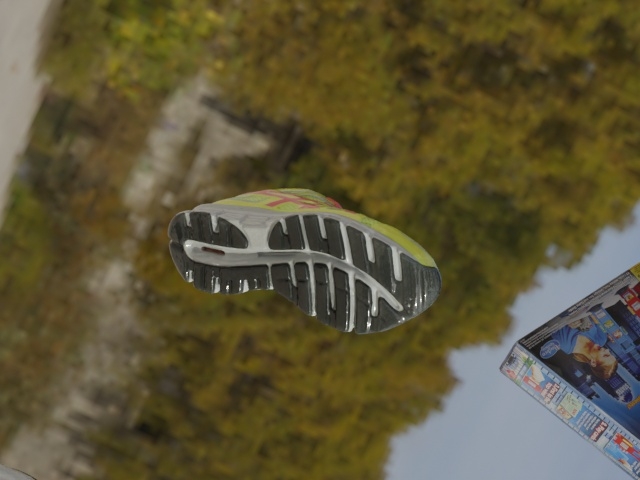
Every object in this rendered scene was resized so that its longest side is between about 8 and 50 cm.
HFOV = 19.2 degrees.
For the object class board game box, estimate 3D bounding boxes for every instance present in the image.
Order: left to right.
[{"bbox_3d":[0.294,0.128,1.662,0.194,0.194,0.060,-29,161,-25],"label":"board game box"}]

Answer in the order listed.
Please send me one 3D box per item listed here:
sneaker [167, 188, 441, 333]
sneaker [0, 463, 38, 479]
[{"bbox_3d":[0.000,0.000,1.299,0.094,0.208,0.081,-31,127,-48],"label":"sneaker"},{"bbox_3d":[-0.346,0.176,1.444,0.145,0.270,0.090,92,6,-57],"label":"sneaker"}]
